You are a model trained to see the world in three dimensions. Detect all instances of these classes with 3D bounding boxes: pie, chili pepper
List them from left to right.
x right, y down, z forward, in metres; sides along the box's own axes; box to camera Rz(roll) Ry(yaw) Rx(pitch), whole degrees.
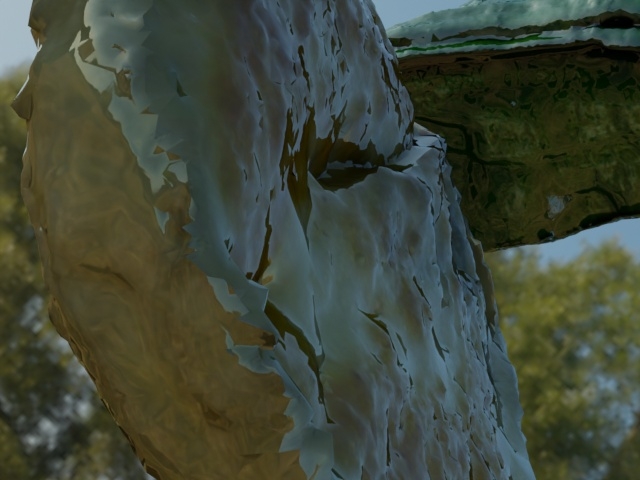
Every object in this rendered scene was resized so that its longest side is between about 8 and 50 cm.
[{"bbox_3d":[0.001,0.000,0.501,0.339,0.077,0.339,-18,90,-75],"label":"pie"},{"bbox_3d":[0.137,-0.100,1.151,0.385,0.167,0.213,-13,-64,23],"label":"chili pepper"}]
